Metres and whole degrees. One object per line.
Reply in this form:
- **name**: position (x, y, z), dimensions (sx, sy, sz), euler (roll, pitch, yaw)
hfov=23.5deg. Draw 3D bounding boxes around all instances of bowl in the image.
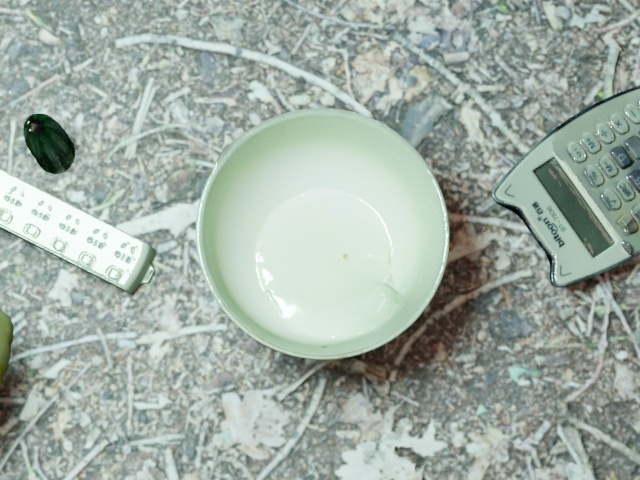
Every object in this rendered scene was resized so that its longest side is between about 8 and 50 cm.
- **bowl**: position (0.000, 0.000, 1.717), dimensions (0.277, 0.145, 0.277), euler (0, 81, -2)

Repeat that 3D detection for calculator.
- **calculator**: position (0.341, -0.069, 1.800), dimensions (0.268, 0.040, 0.177), euler (-32, 85, -8)

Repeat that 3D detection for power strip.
- **power strip**: position (-0.305, -0.017, 1.759), dimensions (0.252, 0.027, 0.060), euler (27, 81, 1)

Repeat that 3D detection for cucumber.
- **cucumber**: position (-0.309, -0.115, 1.739), dimensions (0.048, 0.105, 0.048), euler (-1, 72, 2)

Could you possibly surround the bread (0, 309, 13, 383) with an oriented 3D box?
- **bread**: position (-0.498, 0.110, 1.643), dimensions (0.333, 0.160, 0.333), euler (0, 58, 0)
